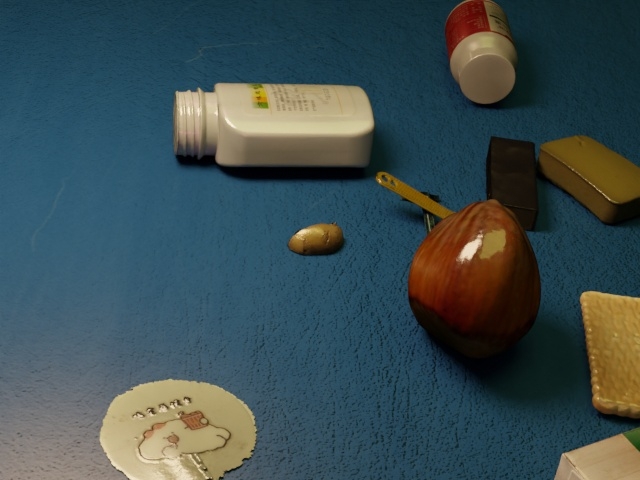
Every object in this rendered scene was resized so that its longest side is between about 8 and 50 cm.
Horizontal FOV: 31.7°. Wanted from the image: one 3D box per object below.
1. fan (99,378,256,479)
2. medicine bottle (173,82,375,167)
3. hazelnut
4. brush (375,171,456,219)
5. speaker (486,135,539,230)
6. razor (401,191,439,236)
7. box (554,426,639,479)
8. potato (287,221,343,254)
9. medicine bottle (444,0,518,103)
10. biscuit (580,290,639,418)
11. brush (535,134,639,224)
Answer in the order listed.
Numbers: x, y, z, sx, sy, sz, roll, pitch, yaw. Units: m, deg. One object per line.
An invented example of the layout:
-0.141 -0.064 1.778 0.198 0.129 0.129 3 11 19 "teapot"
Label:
-0.136 0.265 1.315 0.191 0.009 0.329 -13 39 -28 "fan"
-0.082 -0.193 1.882 0.324 0.124 0.179 0 35 -13 "medicine bottle"
0.217 0.057 1.519 0.186 0.210 0.210 51 40 -7 "hazelnut"
0.182 -0.048 1.771 0.218 0.010 0.082 29 37 2 "brush"
0.321 -0.098 1.887 0.082 0.044 0.218 9 35 1 "speaker"
0.168 -0.028 1.769 0.066 0.033 0.190 3 36 -5 "razor"
0.355 0.285 1.270 0.199 0.135 0.081 -12 40 -24 "box"
0.001 -0.001 1.696 0.093 0.037 0.036 -11 44 -25 "potato"
0.314 -0.372 2.199 0.131 0.131 0.250 6 34 -3 "medicine bottle"
0.443 0.161 1.554 0.160 0.030 0.249 8 35 1 "biscuit"
0.469 -0.106 1.915 0.123 0.059 0.197 -14 41 -32 "brush"
